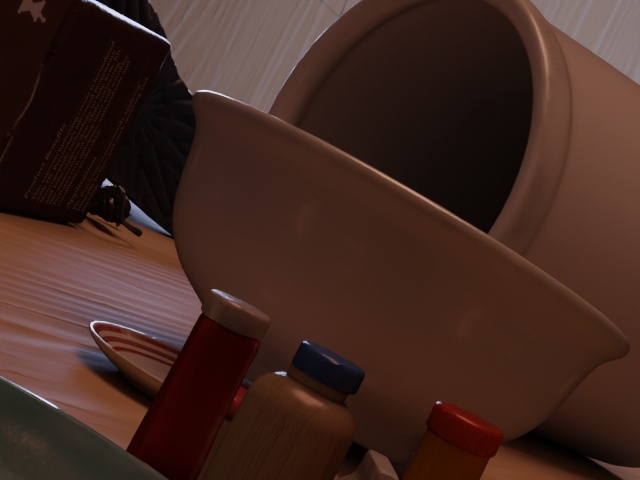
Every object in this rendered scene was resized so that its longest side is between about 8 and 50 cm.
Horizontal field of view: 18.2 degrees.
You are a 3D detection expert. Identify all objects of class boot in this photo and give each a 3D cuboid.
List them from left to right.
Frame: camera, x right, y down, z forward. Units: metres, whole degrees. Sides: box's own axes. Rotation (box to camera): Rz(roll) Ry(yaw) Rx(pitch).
[{"bbox_3d":[-0.278,-0.197,1.990,0.445,0.146,0.367,37,-17,55],"label":"boot"}]

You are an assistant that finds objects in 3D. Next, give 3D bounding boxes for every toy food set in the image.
[{"bbox_3d":[-0.010,0.079,0.723,0.111,0.104,0.232,26,3,-6],"label":"toy food set"}]

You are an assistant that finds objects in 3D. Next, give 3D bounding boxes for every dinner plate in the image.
[{"bbox_3d":[-0.062,0.081,1.053,0.141,0.017,0.141,26,4,-2],"label":"dinner plate"}]

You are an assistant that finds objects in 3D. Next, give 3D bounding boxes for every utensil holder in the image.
[{"bbox_3d":[0.180,-0.001,1.692,0.385,0.328,0.327,28,2,-39],"label":"utensil holder"}]

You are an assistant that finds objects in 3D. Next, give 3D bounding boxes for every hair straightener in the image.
[{"bbox_3d":[-0.193,-0.047,1.700,0.089,0.047,0.230,26,-2,-25],"label":"hair straightener"}]

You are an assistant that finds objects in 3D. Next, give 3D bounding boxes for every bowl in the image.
[{"bbox_3d":[0.023,0.042,1.178,0.298,0.134,0.298,30,-4,2],"label":"bowl"}]

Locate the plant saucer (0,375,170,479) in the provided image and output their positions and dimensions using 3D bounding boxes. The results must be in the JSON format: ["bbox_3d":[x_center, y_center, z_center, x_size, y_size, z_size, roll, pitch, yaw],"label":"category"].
[{"bbox_3d":[-0.147,0.058,0.525,0.317,0.044,0.317,27,4,-2],"label":"plant saucer"}]

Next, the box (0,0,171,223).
[{"bbox_3d":[-0.247,-0.127,1.512,0.167,0.168,0.203,29,3,15],"label":"box"}]
